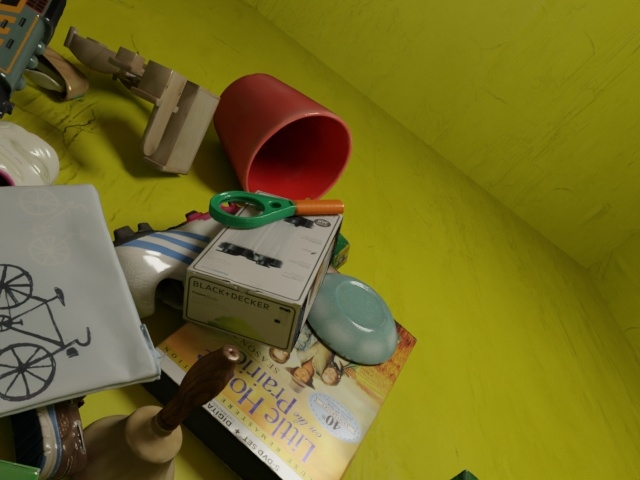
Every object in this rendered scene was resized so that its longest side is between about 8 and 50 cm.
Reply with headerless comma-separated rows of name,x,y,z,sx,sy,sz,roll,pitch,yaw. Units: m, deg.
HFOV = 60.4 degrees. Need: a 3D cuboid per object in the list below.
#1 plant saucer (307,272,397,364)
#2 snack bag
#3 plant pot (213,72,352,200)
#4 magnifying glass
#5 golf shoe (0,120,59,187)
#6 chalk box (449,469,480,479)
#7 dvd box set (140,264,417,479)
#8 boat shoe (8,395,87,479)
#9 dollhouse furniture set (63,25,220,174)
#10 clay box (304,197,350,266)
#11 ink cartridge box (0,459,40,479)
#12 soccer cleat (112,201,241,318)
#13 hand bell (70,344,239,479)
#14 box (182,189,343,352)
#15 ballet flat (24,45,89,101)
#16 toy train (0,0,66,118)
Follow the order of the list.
plant saucer,0.061,0.120,0.943,0.195,0.037,0.195,24,35,-18
snack bag,-0.382,0.055,0.603,0.342,0.037,0.323,-9,53,-34
plant pot,-0.105,-0.236,1.248,0.275,0.275,0.243,7,36,-48
magnifying glass,-0.068,-0.053,0.902,0.231,0.026,0.092,-5,33,-25
golf shoe,-0.505,-0.124,0.713,0.306,0.115,0.140,24,36,-30
chalk box,0.175,0.478,0.673,0.179,0.180,0.289,42,27,-3
dvd box set,-0.036,0.182,0.870,0.307,0.062,0.420,41,34,6
boat shoe,-0.302,0.179,0.610,0.066,0.066,0.183,32,26,-51
dollhouse furniture set,-0.402,-0.280,1.054,0.355,0.174,0.303,26,7,8
clay box,0.000,0.000,1.164,0.127,0.053,0.222,48,-9,10
ink cartridge box,-0.349,0.223,0.404,0.208,0.087,0.153,29,53,-25
soccer cleat,-0.215,0.033,0.889,0.143,0.116,0.331,62,31,1
hand bell,-0.158,0.184,0.586,0.126,0.242,0.126,31,30,-20
box,-0.078,0.033,0.861,0.169,0.087,0.290,16,29,5
ballet flat,-0.540,-0.343,1.008,0.232,0.080,0.073,35,40,-14
toy train,-0.541,-0.337,0.871,0.190,0.142,0.334,27,51,-31
